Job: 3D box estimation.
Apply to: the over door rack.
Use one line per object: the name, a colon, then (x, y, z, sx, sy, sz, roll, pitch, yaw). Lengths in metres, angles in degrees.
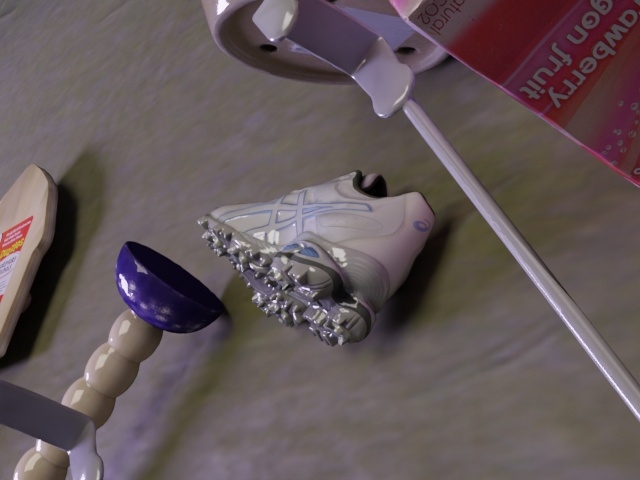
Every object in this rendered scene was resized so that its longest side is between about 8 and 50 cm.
over door rack: (0.022, 0.091, 0.519, 0.239, 0.108, 0.324, -52, 48, 16)

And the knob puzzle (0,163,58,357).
knob puzzle: (-0.257, 0.025, 1.194, 0.213, 0.030, 0.213, -42, 31, 33)

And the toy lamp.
toy lamp: (-0.160, 0.133, 0.865, 0.274, 0.080, 0.080, -54, 27, 8)

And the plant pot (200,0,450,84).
plant pot: (0.014, -0.233, 0.785, 0.256, 0.256, 0.274, -20, 62, 52)

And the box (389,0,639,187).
box: (0.159, -0.182, 0.543, 0.300, 0.154, 0.142, -50, 28, 16)

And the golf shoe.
golf shoe: (0.000, 0.000, 0.755, 0.086, 0.069, 0.176, -44, 26, -14)
